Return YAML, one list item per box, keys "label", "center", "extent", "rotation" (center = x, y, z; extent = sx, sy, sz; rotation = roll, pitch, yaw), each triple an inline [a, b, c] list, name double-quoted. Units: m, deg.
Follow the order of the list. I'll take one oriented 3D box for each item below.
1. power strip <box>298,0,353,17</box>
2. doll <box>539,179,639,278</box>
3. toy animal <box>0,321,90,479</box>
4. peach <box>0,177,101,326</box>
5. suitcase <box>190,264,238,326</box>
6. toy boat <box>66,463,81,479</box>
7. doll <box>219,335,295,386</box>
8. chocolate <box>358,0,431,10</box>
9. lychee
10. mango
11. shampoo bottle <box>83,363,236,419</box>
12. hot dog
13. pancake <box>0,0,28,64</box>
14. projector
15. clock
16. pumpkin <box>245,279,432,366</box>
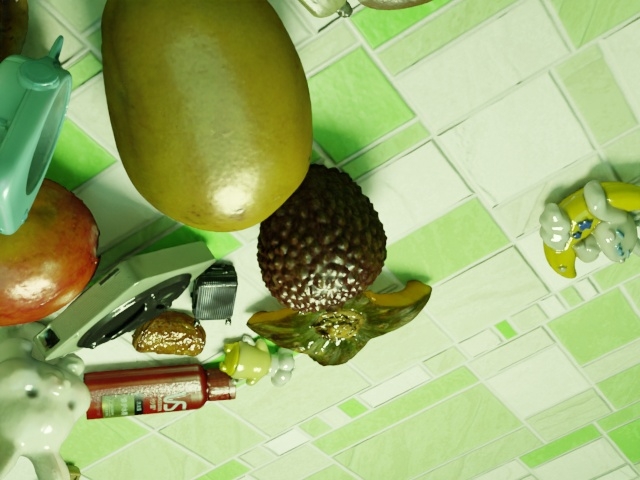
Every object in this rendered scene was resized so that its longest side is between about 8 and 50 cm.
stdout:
- label: "power strip"
  center: [-0.081, -0.419, 1.326]
  extent: [0.066, 0.092, 0.387]
  rotation: [-35, 133, 23]
- label: "doll"
  center: [0.547, -0.017, 1.906]
  extent: [0.237, 0.111, 0.252]
  rotation: [-24, 128, 8]
- label: "toy animal"
  center: [-0.541, 0.304, 1.782]
  extent: [0.196, 0.367, 0.241]
  rotation: [25, 114, -38]
- label: "peach"
  center: [-0.486, 0.010, 1.570]
  extent: [0.281, 0.238, 0.281]
  rotation: [-14, 124, -22]
- label: "suitcase"
  center: [-0.201, 0.103, 1.869]
  extent: [0.086, 0.059, 0.126]
  rotation: [-2, 136, -16]
- label: "toy boat"
  center: [-0.607, 0.592, 2.259]
  extent: [0.068, 0.088, 0.226]
  rotation: [17, 130, -28]
- label: "doll"
  center: [-0.127, 0.254, 2.043]
  extent: [0.163, 0.062, 0.106]
  rotation: [13, 99, -22]
- label: "chocolate"
  center: [0.112, -0.427, 1.376]
  extent: [0.157, 0.080, 0.254]
  rotation: [-10, 137, -5]
- label: "lychee"
  center: [0.000, 0.000, 1.702]
  extent: [0.236, 0.236, 0.271]
  rotation: [-10, 111, -5]
- label: "mango"
  center: [-0.168, -0.206, 1.435]
  extent: [0.300, 0.232, 0.445]
  rotation: [-13, 130, 5]
- label: "shampoo bottle"
  center: [-0.334, 0.311, 2.041]
  extent: [0.314, 0.076, 0.118]
  rotation: [-3, 128, -12]
- label: "hot dog"
  center: [-0.298, 0.188, 1.930]
  extent: [0.147, 0.065, 0.099]
  rotation: [6, 134, -20]
- label: "pancake"
  center: [-0.518, -0.325, 1.334]
  extent: [0.245, 0.057, 0.266]
  rotation: [11, 133, -23]
- label: "projector"
  center: [-0.335, 0.108, 1.731]
  extent: [0.257, 0.079, 0.259]
  rotation: [-37, 172, 24]
- label: "clock"
  center: [-0.426, -0.155, 1.385]
  extent: [0.094, 0.274, 0.223]
  rotation: [19, 159, -9]
- label: "pumpkin"
  center: [0.042, 0.148, 1.957]
  extent: [0.290, 0.095, 0.258]
  rotation: [-36, 137, 27]
